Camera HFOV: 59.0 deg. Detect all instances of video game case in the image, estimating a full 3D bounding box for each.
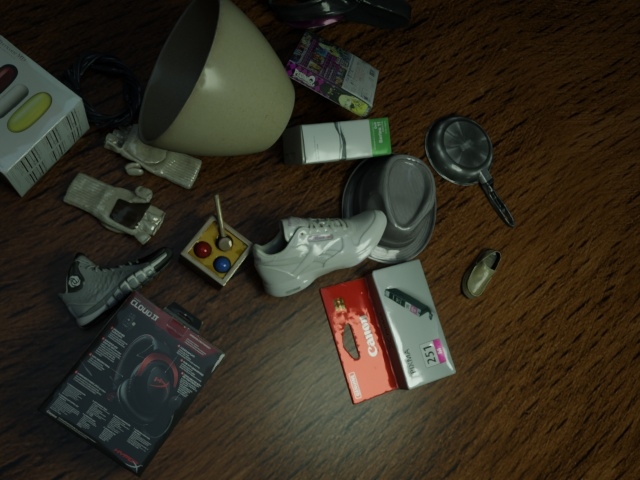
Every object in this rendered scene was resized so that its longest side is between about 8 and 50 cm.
[{"bbox_3d":[0.033,-0.396,1.327,0.210,0.042,0.232,27,36,-10],"label":"video game case"}]

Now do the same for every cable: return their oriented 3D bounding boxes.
[{"bbox_3d":[-0.459,-0.320,1.216,0.150,0.047,0.184,-39,83,-28],"label":"cable"}]

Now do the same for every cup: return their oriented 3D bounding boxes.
[{"bbox_3d":[-0.194,-0.308,1.176,0.237,0.331,0.331,21,70,-34],"label":"cup"}]

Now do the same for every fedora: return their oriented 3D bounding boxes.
[{"bbox_3d":[0.181,-0.091,1.318,0.244,0.124,0.275,22,71,-11],"label":"fedora"}]

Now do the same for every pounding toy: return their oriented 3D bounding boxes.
[{"bbox_3d":[-0.215,0.005,1.182,0.130,0.100,0.141,38,69,-6],"label":"pounding toy"}]

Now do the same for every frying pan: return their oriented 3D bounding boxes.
[{"bbox_3d":[0.380,-0.178,1.447,0.197,0.053,0.326,-10,77,-19],"label":"frying pan"}]

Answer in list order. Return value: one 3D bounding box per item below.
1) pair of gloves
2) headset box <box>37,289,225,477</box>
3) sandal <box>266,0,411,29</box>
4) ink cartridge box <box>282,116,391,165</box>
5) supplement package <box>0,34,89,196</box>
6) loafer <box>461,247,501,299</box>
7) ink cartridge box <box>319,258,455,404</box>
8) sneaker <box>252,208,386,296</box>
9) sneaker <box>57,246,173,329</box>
[{"bbox_3d":[-0.389,-0.130,1.193,0.204,0.042,0.240,33,69,-7],"label":"pair of gloves"},{"bbox_3d":[-0.339,0.253,1.077,0.218,0.110,0.293,36,69,-7],"label":"headset box"},{"bbox_3d":[0.011,-0.563,1.367,0.446,0.167,0.107,8,92,-15],"label":"sandal"},{"bbox_3d":[0.031,-0.223,1.280,0.208,0.153,0.086,-10,99,-20],"label":"ink cartridge box"},{"bbox_3d":[-0.598,-0.235,1.094,0.194,0.149,0.203,38,70,-6],"label":"supplement package"},{"bbox_3d":[0.395,0.076,1.384,0.056,0.050,0.148,33,69,-7],"label":"loafer"},{"bbox_3d":[0.151,0.201,1.274,0.239,0.060,0.275,-14,81,-21],"label":"ink cartridge box"},{"bbox_3d":[0.000,0.000,1.196,0.305,0.114,0.152,-29,118,-8],"label":"sneaker"},{"bbox_3d":[-0.414,0.056,1.118,0.229,0.086,0.132,-42,89,-21],"label":"sneaker"}]
